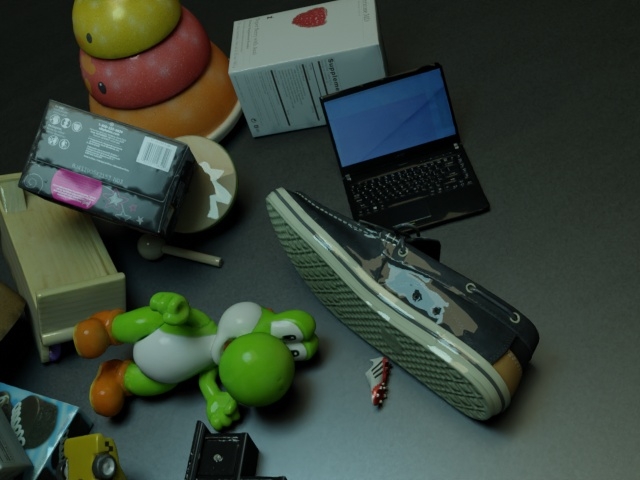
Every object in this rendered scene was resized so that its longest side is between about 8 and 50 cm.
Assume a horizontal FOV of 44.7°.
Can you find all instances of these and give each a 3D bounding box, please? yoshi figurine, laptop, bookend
[{"bbox_3d":[-0.185,0.180,1.175,0.361,0.204,0.203,-8,65,8],"label":"yoshi figurine"},{"bbox_3d":[0.144,-0.156,1.376,0.234,0.137,0.264,-16,49,4],"label":"laptop"},{"bbox_3d":[-0.104,0.337,1.083,0.157,0.072,0.156,-3,50,14],"label":"bookend"}]

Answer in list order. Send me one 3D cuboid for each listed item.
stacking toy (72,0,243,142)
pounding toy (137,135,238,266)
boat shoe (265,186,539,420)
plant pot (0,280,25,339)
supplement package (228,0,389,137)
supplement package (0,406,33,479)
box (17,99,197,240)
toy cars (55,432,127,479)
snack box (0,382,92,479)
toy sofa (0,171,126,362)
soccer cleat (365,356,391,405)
[{"bbox_3d":[-0.368,-0.408,1.511,0.350,0.480,0.351,-9,49,10],"label":"stacking toy"},{"bbox_3d":[-0.237,-0.070,1.462,0.182,0.110,0.237,7,82,8],"label":"pounding toy"},{"bbox_3d":[0.109,0.062,1.182,0.156,0.187,0.500,-42,58,-20],"label":"boat shoe"},{"bbox_3d":[-0.663,0.091,1.266,0.237,0.254,0.237,-30,26,16],"label":"plant pot"},{"bbox_3d":[-0.016,-0.349,1.558,0.292,0.175,0.178,-9,48,9],"label":"supplement package"},{"bbox_3d":[-0.572,0.260,1.088,0.204,0.145,0.262,-32,79,-10],"label":"supplement package"},{"bbox_3d":[-0.357,-0.117,1.340,0.247,0.142,0.164,18,83,-2],"label":"box"},{"bbox_3d":[-0.249,0.428,1.038,0.393,0.087,0.177,44,108,37],"label":"toy cars"},{"bbox_3d":[-0.510,0.381,1.176,0.187,0.060,0.322,10,55,23],"label":"snack box"},{"bbox_3d":[-0.476,0.037,1.418,0.150,0.177,0.362,-13,43,-27],"label":"toy sofa"},{"bbox_3d":[0.082,0.210,1.164,0.035,0.029,0.083,-4,47,25],"label":"soccer cleat"}]
